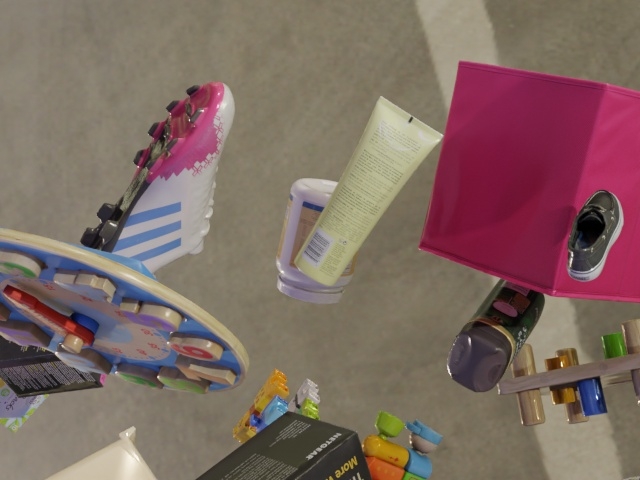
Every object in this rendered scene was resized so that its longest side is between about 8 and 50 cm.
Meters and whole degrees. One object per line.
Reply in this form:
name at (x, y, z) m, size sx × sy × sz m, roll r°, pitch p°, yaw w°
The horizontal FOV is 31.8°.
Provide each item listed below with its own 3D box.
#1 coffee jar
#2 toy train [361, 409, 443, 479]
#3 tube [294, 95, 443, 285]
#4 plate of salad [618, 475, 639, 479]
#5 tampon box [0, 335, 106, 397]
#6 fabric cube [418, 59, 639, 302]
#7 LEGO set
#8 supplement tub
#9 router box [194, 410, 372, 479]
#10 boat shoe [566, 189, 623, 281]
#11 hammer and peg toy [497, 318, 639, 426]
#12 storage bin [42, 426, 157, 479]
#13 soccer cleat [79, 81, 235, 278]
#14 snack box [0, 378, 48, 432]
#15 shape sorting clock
coffee jar at (0.241, 0.128, 1.541) m, size 0.079 × 0.184 × 0.096 m, roll 28°, pitch 126°, yaw 15°
toy train at (0.078, 0.322, 1.713) m, size 0.105 × 0.248 × 0.143 m, roll 24°, pitch 85°, yaw 52°
tube at (0.053, -0.055, 1.412) m, size 0.240 × 0.070 × 0.062 m, roll -59°, pitch 40°, yaw 14°
plate of salad at (0.510, 0.385, 1.637) m, size 0.200 × 0.200 × 0.048 m, roll 16°, pitch 114°, yaw 41°
tampon box at (-0.419, 0.165, 1.773) m, size 0.161 × 0.101 × 0.120 m, roll -8°, pitch 46°, yaw 19°
fabric cube at (0.322, -0.075, 1.462) m, size 0.254 × 0.259 × 0.258 m, roll 20°, pitch 101°, yaw 50°
LEGO set at (-0.057, 0.234, 1.397) m, size 0.087 × 0.227 × 0.093 m, roll 37°, pitch 100°, yaw -11°
supplement tub at (0.000, 0.000, 2.018) m, size 0.144 × 0.144 × 0.200 m, roll 25°, pitch 109°, yaw 39°
router box at (-0.071, 0.301, 0.756) m, size 0.081 × 0.309 × 0.243 m, roll 8°, pitch 123°, yaw 48°
boat shoe at (0.294, -0.015, 1.204) m, size 0.049 × 0.142 × 0.040 m, roll 3°, pitch 130°, yaw 24°
hammer and peg toy at (0.474, 0.190, 1.684) m, size 0.361 × 0.266 × 0.127 m, roll -17°, pitch 74°, yaw 33°
storage bin at (-0.230, 0.306, 0.876) m, size 0.123 × 0.262 × 0.260 m, roll 50°, pitch 151°, yaw 24°
soccer cleat at (-0.190, -0.063, 1.509) m, size 0.331 × 0.143 × 0.116 m, roll -51°, pitch 30°, yaw 20°
snack box at (-0.539, 0.259, 2.009) m, size 0.141 × 0.100 × 0.037 m, roll -48°, pitch 21°, yaw 0°
shape sorting clock at (-0.142, 0.049, 0.679) m, size 0.206 × 0.206 × 0.040 m, roll 1°, pitch 60°, yaw 42°
